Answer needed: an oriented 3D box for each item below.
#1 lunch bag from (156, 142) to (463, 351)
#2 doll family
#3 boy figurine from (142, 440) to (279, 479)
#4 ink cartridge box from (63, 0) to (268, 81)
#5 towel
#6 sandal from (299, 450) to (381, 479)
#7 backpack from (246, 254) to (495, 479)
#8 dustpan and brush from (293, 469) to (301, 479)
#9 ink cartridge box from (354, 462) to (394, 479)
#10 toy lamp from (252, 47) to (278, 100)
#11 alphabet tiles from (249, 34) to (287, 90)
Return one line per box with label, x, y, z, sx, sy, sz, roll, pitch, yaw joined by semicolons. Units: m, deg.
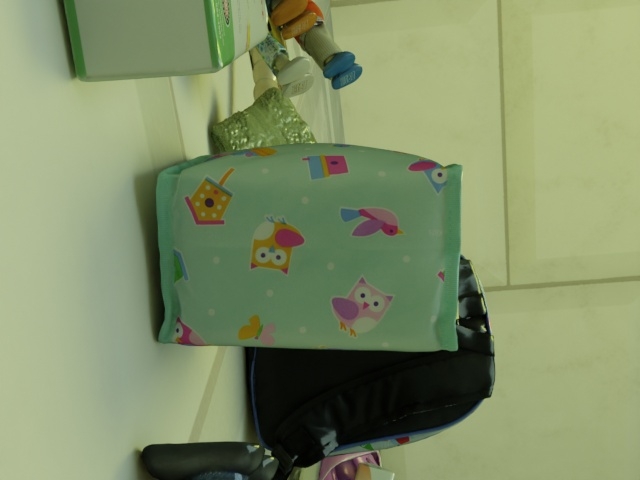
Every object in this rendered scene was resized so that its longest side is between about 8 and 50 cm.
lunch bag;0.000;0.000;0.725;0.262;0.223;0.160;-62;152;-82
doll family;-0.061;-0.230;0.768;0.163;0.118;0.263;55;-9;22
boy figurine;-0.062;0.276;0.550;0.177;0.092;0.285;71;16;-69
ink cartridge box;-0.097;-0.195;0.575;0.212;0.093;0.154;-73;158;-71
towel;-0.040;-0.072;0.888;0.110;0.027;0.148;-41;104;-37
sandal;0.046;0.343;1.156;0.169;0.102;0.416;59;17;-12
backpack;0.057;0.117;0.985;0.213;0.263;0.277;50;35;-80
dustpan and brush;-0.010;0.413;1.178;0.147;0.060;0.211;-16;108;-71
ink cartridge box;0.031;0.345;0.935;0.145;0.045;0.179;95;14;-56
toy lamp;-0.063;-0.170;0.981;0.080;0.080;0.275;73;11;-64
alphabet tiles;-0.078;-0.329;1.263;0.343;0.011;0.285;-88;171;-47
